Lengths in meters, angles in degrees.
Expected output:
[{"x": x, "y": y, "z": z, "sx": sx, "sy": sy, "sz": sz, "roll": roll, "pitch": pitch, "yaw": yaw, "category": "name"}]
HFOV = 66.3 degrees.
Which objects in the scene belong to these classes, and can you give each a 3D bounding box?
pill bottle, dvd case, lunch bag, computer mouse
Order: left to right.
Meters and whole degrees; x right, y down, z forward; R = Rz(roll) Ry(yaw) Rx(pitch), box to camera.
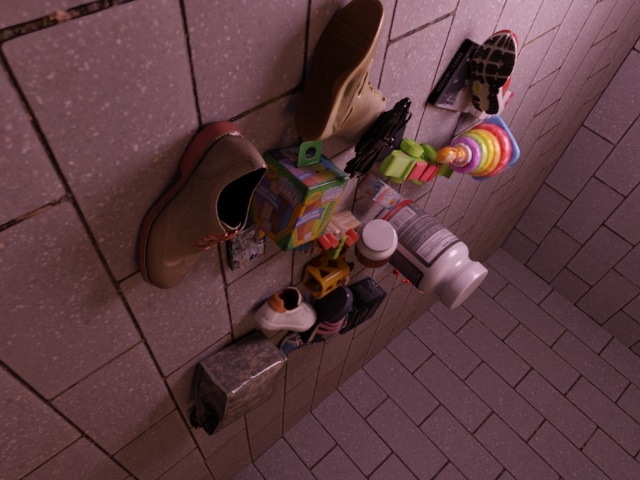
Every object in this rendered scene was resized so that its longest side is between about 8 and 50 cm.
[{"x": -0.255, "y": 0.448, "z": 1.506, "sx": 0.235, "sy": 0.169, "sz": 0.287, "roll": -24, "pitch": 144, "yaw": -41, "category": "lunch bag"}, {"x": 0.164, "y": 0.008, "z": 1.456, "sx": 0.121, "sy": 0.121, "sz": 0.216, "roll": -43, "pitch": 170, "yaw": -7, "category": "pill bottle"}, {"x": 0.133, "y": -0.212, "z": 1.057, "sx": 0.188, "sy": 0.072, "sz": 0.272, "roll": -50, "pitch": -173, "yaw": 13, "category": "computer mouse"}, {"x": 0.345, "y": 0.043, "z": 1.604, "sx": 0.210, "sy": 0.363, "sz": 0.210, "roll": -37, "pitch": 155, "yaw": -20, "category": "pill bottle"}, {"x": 0.399, "y": -0.440, "z": 1.337, "sx": 0.239, "sy": 0.029, "sz": 0.179, "roll": -12, "pitch": 140, "yaw": -53, "category": "dvd case"}]

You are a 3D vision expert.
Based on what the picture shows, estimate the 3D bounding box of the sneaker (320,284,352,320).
[{"x": 0.071, "y": 0.199, "z": 1.719, "sx": 0.107, "sy": 0.110, "sz": 0.275, "roll": -38, "pitch": 155, "yaw": -22, "category": "sneaker"}]

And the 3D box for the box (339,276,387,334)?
[{"x": 0.139, "y": 0.253, "z": 1.921, "sx": 0.207, "sy": 0.108, "sz": 0.153, "roll": -18, "pitch": 144, "yaw": -47, "category": "box"}]

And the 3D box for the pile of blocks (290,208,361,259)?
[{"x": 0.000, "y": 0.000, "z": 1.277, "sx": 0.149, "sy": 0.112, "sz": 0.362, "roll": -54, "pitch": 155, "yaw": 18, "category": "pile of blocks"}]

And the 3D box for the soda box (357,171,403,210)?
[{"x": 0.174, "y": -0.138, "z": 1.405, "sx": 0.058, "sy": 0.063, "sz": 0.183, "roll": -51, "pitch": 156, "yaw": 12, "category": "soda box"}]

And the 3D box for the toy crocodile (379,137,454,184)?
[{"x": 0.279, "y": -0.213, "z": 1.406, "sx": 0.341, "sy": 0.105, "sz": 0.115, "roll": -7, "pitch": 136, "yaw": -55, "category": "toy crocodile"}]

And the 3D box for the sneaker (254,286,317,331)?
[{"x": -0.072, "y": 0.206, "z": 1.495, "sx": 0.123, "sy": 0.106, "sz": 0.290, "roll": -53, "pitch": 156, "yaw": 13, "category": "sneaker"}]

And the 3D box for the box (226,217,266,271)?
[{"x": -0.168, "y": 0.004, "z": 1.110, "sx": 0.094, "sy": 0.027, "sz": 0.137, "roll": -31, "pitch": 153, "yaw": -28, "category": "box"}]

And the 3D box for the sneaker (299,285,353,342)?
[{"x": 0.046, "y": 0.247, "z": 1.645, "sx": 0.131, "sy": 0.112, "sz": 0.319, "roll": 6, "pitch": 145, "yaw": -29, "category": "sneaker"}]

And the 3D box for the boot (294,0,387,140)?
[{"x": 0.072, "y": -0.307, "z": 0.927, "sx": 0.203, "sy": 0.095, "sz": 0.261, "roll": -14, "pitch": 134, "yaw": -58, "category": "boot"}]

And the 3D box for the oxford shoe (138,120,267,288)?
[{"x": -0.211, "y": -0.029, "z": 0.853, "sx": 0.123, "sy": 0.130, "sz": 0.348, "roll": -10, "pitch": 138, "yaw": -54, "category": "oxford shoe"}]

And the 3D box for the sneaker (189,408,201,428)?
[{"x": -0.400, "y": 0.600, "z": 1.658, "sx": 0.078, "sy": 0.067, "sz": 0.188, "roll": -17, "pitch": 152, "yaw": -10, "category": "sneaker"}]

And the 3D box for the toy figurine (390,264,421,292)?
[{"x": 0.468, "y": 0.017, "z": 2.009, "sx": 0.363, "sy": 0.191, "sz": 0.217, "roll": -33, "pitch": 149, "yaw": -30, "category": "toy figurine"}]

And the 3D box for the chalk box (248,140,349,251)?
[{"x": -0.041, "y": -0.109, "z": 1.007, "sx": 0.132, "sy": 0.132, "sz": 0.213, "roll": -23, "pitch": 148, "yaw": -43, "category": "chalk box"}]

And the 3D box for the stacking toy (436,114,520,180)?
[{"x": 0.432, "y": -0.256, "z": 1.432, "sx": 0.302, "sy": 0.165, "sz": 0.175, "roll": -16, "pitch": 168, "yaw": -45, "category": "stacking toy"}]

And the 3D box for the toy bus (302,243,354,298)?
[{"x": 0.042, "y": 0.095, "z": 1.509, "sx": 0.202, "sy": 0.104, "sz": 0.191, "roll": -50, "pitch": 157, "yaw": 11, "category": "toy bus"}]

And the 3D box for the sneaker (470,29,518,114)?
[{"x": 0.459, "y": -0.456, "z": 1.289, "sx": 0.118, "sy": 0.107, "sz": 0.279, "roll": -61, "pitch": 163, "yaw": -16, "category": "sneaker"}]

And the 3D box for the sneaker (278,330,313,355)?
[{"x": -0.063, "y": 0.353, "z": 1.780, "sx": 0.211, "sy": 0.081, "sz": 0.080, "roll": -41, "pitch": 158, "yaw": -7, "category": "sneaker"}]

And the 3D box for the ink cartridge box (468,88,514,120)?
[{"x": 0.521, "y": -0.430, "z": 1.512, "sx": 0.150, "sy": 0.063, "sz": 0.109, "roll": -10, "pitch": 138, "yaw": -53, "category": "ink cartridge box"}]
